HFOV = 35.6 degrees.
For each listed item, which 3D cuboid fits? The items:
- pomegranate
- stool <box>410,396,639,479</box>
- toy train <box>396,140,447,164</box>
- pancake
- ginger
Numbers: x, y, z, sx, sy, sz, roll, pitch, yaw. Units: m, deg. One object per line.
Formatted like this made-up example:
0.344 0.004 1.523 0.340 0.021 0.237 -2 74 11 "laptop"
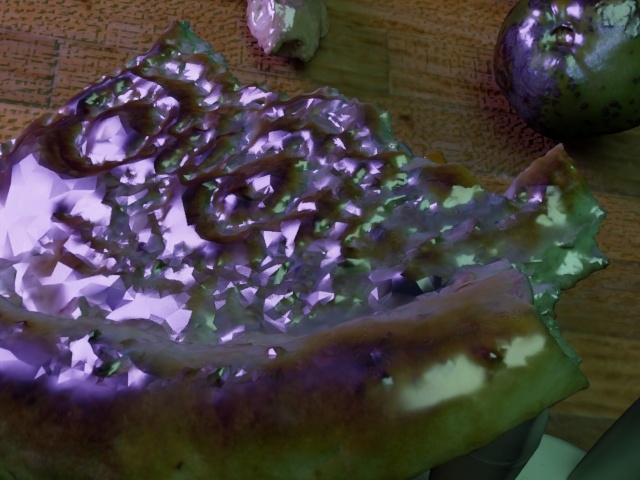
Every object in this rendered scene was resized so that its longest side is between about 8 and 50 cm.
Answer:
0.202 -0.152 0.767 0.125 0.138 0.163 50 30 -28 "pomegranate"
0.144 0.168 0.523 0.195 0.199 0.195 -4 63 -16 "stool"
0.000 0.000 0.641 0.219 0.089 0.127 -14 70 -24 "toy train"
-0.070 -0.002 0.514 0.426 0.067 0.305 24 59 34 "pancake"
-0.042 -0.209 0.774 0.069 0.051 0.173 -13 61 -29 "ginger"
